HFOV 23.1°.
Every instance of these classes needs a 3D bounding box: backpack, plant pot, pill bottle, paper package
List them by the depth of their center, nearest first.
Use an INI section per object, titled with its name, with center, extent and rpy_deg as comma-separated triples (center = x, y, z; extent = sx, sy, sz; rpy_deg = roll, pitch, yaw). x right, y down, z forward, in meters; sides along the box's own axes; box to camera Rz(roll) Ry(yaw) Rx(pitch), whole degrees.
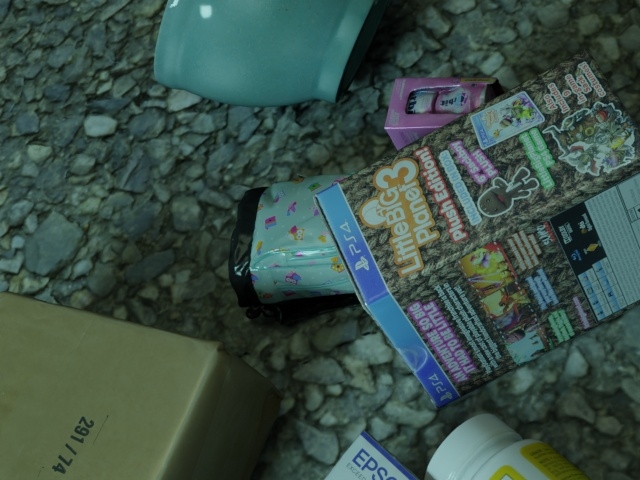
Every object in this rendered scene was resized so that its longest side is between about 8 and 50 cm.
[pill bottle]
center = 0.198, 0.253, 1.403
extent = 0.119, 0.119, 0.208
rpy_deg = -46, 55, -7
[paper package]
center = -0.248, 0.242, 1.569
extent = 0.309, 0.168, 0.324
rpy_deg = 12, 67, 29
[backpack]
center = 0.000, 0.000, 1.639
extent = 0.182, 0.115, 0.152
rpy_deg = -4, 57, 18
[plant pot]
center = -0.032, -0.268, 1.734
extent = 0.196, 0.293, 0.293
rpy_deg = 24, 71, 5

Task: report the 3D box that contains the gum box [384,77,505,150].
[gum box]
center = 0.145, -0.096, 1.588
extent = 0.107, 0.188, 0.062
rpy_deg = 1, 62, 24

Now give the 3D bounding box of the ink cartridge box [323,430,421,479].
[ink cartridge box]
center = 0.048, 0.382, 1.398
extent = 0.307, 0.072, 0.303
rpy_deg = -48, 56, -3

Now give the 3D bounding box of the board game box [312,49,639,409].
[board game box]
center = 0.180, -0.003, 1.493
extent = 0.291, 0.232, 0.141
rpy_deg = -28, 54, 5
